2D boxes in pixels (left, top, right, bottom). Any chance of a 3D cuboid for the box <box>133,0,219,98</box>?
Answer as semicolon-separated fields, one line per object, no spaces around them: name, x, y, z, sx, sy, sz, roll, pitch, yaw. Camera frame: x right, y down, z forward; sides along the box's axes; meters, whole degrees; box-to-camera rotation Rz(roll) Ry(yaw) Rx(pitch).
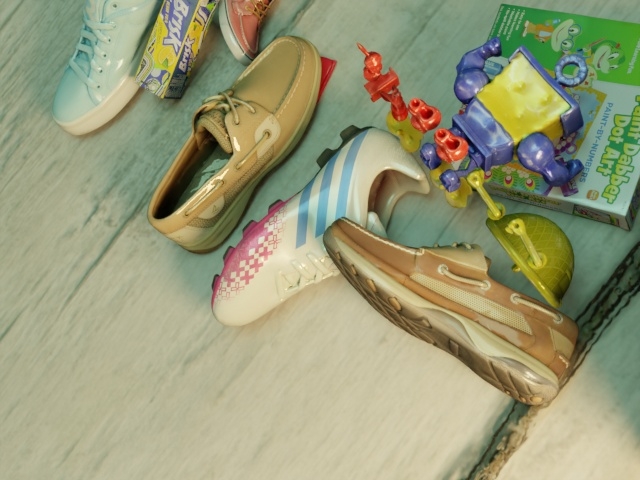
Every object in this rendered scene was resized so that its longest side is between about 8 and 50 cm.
box;-0.210;-0.296;1.515;0.059;0.054;0.169;30;106;17

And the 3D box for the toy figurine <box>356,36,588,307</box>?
toy figurine;0.228;-0.132;1.166;0.217;0.191;0.362;-36;64;-2

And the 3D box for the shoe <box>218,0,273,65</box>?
shoe;-0.102;-0.343;1.520;0.081;0.063;0.178;-25;57;20

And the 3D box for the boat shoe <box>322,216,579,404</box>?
boat shoe;0.152;0.061;1.209;0.324;0.123;0.116;34;76;12

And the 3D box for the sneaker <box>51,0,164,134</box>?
sneaker;-0.316;-0.333;1.547;0.135;0.150;0.366;39;96;39

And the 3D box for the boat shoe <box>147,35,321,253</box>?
boat shoe;-0.115;-0.145;1.416;0.122;0.110;0.341;25;82;34

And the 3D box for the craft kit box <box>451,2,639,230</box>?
craft kit box;0.300;-0.160;1.278;0.247;0.061;0.249;16;77;25

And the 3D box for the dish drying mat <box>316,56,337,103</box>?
dish drying mat;-0.007;-0.222;1.463;0.032;0.008;0.083;19;79;30

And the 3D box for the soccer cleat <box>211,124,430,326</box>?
soccer cleat;0.000;0.000;1.309;0.331;0.116;0.143;-49;60;0
